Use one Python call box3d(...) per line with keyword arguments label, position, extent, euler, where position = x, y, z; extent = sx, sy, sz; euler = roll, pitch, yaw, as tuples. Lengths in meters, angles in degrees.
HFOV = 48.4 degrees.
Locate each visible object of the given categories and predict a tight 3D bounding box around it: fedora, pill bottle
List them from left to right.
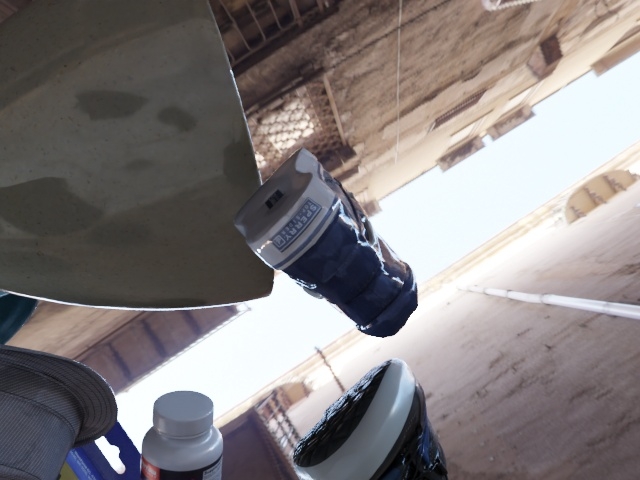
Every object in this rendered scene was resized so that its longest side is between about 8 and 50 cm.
box3d(label="fedora", position=(-0.382, 0.225, 0.805), extent=(0.275, 0.244, 0.124), euler=(9, -133, -5))
box3d(label="pill bottle", position=(-0.187, 0.306, 0.954), extent=(0.108, 0.108, 0.193), euler=(7, -74, 5))

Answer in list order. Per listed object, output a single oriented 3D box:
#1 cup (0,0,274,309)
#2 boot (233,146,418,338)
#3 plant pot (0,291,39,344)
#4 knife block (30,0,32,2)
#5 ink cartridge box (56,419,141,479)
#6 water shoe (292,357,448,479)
box3d(label="cup", position=(-0.204, -0.071, 0.635), extent=(0.237, 0.331, 0.331), euler=(-17, -94, -14))
box3d(label="boot", position=(0.000, 0.000, 0.430), extent=(0.086, 0.190, 0.069), euler=(43, -83, -13))
box3d(label="plant pot", position=(-0.624, 0.105, 1.109), extent=(0.293, 0.293, 0.196), euler=(-44, -93, 2))
box3d(label="knife block", position=(-0.448, -0.264, 1.110), extent=(0.242, 0.276, 0.088), euler=(3, -129, 17))
box3d(label="ink cartridge box", position=(-0.428, 0.409, 1.106), extent=(0.307, 0.072, 0.304), euler=(-32, -77, -9))
box3d(label="water shoe", position=(0.042, 0.113, 0.390), extent=(0.073, 0.203, 0.080), euler=(-43, -99, 2))
